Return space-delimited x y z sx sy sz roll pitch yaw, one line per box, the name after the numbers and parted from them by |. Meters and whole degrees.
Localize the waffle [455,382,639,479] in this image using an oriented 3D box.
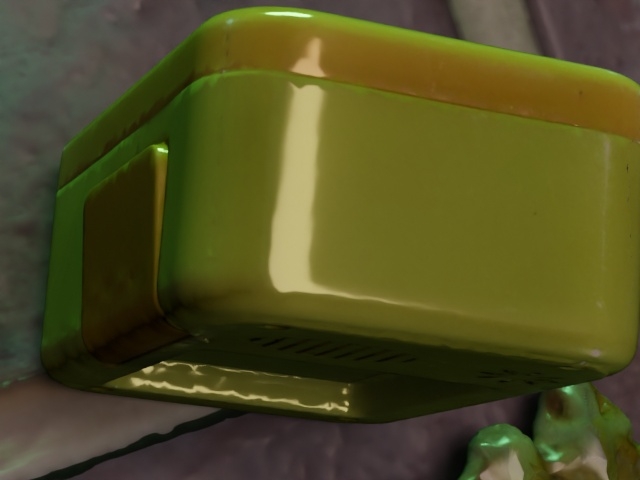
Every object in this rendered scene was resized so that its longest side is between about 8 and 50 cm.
0.099 0.174 0.693 0.223 0.054 0.204 46 67 -10 | waffle

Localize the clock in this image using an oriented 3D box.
0.000 0.000 0.605 0.143 0.202 0.096 12 77 -20 | clock
